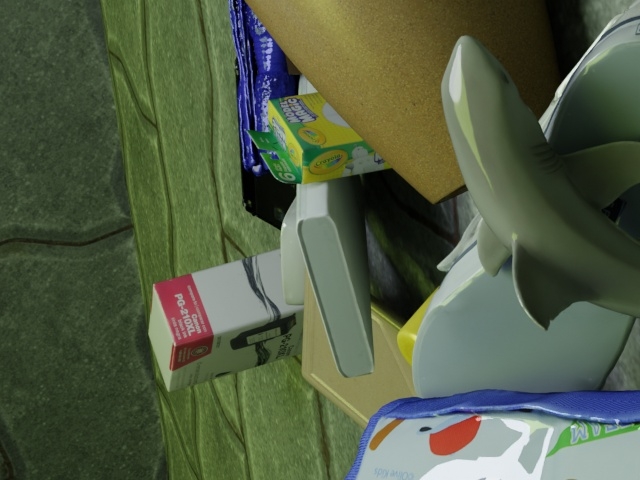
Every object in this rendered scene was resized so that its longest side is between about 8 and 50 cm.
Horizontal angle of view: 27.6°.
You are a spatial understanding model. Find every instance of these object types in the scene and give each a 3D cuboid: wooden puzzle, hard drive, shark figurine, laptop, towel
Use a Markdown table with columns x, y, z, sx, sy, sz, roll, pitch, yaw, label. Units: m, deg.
| x | y | z | sx | sy | sz | roll | pitch | yaw | label |
| --- | --- | --- | --- | --- | --- | --- | --- | --- | --- |
| 0.060 | 0.140 | 1.510 | 0.221 | 0.044 | 0.239 | 37 | 145 | 35 | wooden puzzle |
| 0.015 | -0.033 | 1.370 | 0.307 | 0.040 | 0.203 | -90 | -13 | -54 | hard drive |
| 0.170 | 0.018 | 0.739 | 0.278 | 0.116 | 0.166 | 27 | 132 | 12 | shark figurine |
| -0.039 | -0.148 | 1.763 | 0.264 | 0.136 | 0.234 | 29 | 136 | 35 | laptop |
| -0.060 | -0.229 | 1.492 | 0.227 | 0.076 | 0.308 | -52 | -41 | -84 | towel |

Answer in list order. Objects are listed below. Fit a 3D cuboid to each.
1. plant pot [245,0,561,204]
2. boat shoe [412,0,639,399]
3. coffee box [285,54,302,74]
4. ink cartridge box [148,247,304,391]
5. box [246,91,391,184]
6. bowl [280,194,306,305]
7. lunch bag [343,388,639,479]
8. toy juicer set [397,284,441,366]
| x | y | z | sx | sy | sz | roll | pitch | yaw | label |
| --- | --- | --- | --- | --- | --- | --- | --- | --- | --- |
| 0.078 | -0.165 | 1.007 | 0.254 | 0.237 | 0.237 | 63 | 163 | 4 | plant pot |
| 0.171 | -0.022 | 0.891 | 0.156 | 0.136 | 0.367 | -58 | -10 | -49 | boat shoe |
| 0.036 | -0.235 | 1.275 | 0.246 | 0.098 | 0.141 | -160 | 59 | -71 | coffee box |
| -0.107 | 0.104 | 1.786 | 0.172 | 0.237 | 0.100 | 108 | 143 | -61 | ink cartridge box |
| 0.026 | -0.107 | 1.263 | 0.105 | 0.179 | 0.043 | -123 | 25 | -49 | box |
| 0.000 | 0.000 | 1.583 | 0.142 | 0.053 | 0.142 | -58 | -24 | -48 | bowl |
| 0.176 | 0.283 | 0.812 | 0.328 | 0.239 | 0.385 | -11 | 89 | 54 | lunch bag |
| 0.192 | 0.196 | 1.140 | 0.209 | 0.089 | 0.329 | 27 | 145 | 46 | toy juicer set |
